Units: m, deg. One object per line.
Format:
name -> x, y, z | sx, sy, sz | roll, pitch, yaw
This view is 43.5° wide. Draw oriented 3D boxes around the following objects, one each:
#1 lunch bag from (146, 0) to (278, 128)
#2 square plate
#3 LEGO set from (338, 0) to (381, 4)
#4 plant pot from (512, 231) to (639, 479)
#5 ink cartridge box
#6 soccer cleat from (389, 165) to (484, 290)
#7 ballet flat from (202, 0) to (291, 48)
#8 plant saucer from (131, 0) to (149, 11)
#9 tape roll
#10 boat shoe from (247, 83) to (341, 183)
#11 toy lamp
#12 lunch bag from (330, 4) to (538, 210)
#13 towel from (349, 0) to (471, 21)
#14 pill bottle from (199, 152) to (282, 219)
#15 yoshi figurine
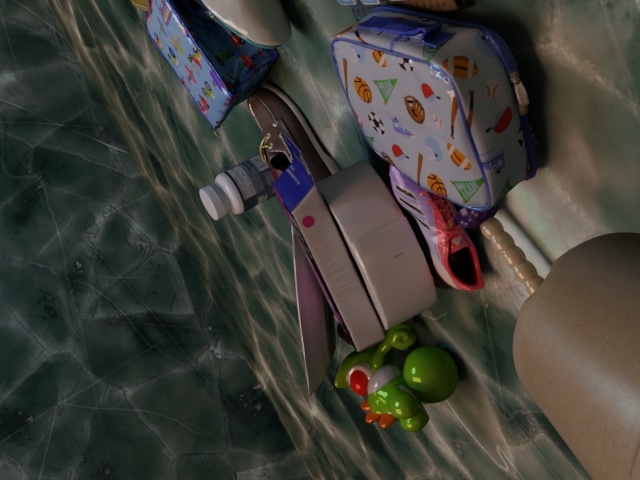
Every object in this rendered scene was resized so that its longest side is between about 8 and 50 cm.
lunch bag -> -0.253, -0.396, 1.605 | 0.293, 0.138, 0.221 | 45, 162, -5
square plate -> -0.008, 0.115, 1.662 | 0.344, 0.049, 0.347 | -27, -69, -86
LEGO set -> -0.014, -0.383, 1.025 | 0.244, 0.060, 0.182 | 43, 173, -29
plant pot -> 0.355, 0.145, 0.758 | 0.333, 0.334, 0.305 | 70, 170, -26
ink cartridge box -> 0.000, 0.000, 1.380 | 0.176, 0.069, 0.370 | -125, 12, -67
soccer cleat -> 0.183, -0.030, 1.220 | 0.248, 0.083, 0.095 | 64, 170, -23
ballet flat -> -0.178, -0.503, 1.411 | 0.400, 0.139, 0.139 | 52, 159, 24
plant saucer -> -0.370, -0.621, 1.733 | 0.333, 0.081, 0.332 | 35, 145, 52
tape roll -> 0.091, 0.008, 1.380 | 0.286, 0.100, 0.286 | 64, 176, 8
boat shoe -> -0.061, -0.176, 1.604 | 0.324, 0.097, 0.116 | 55, 160, 15
toy lamp -> 0.292, 0.057, 1.091 | 0.274, 0.080, 0.080 | 57, 161, 15
lunch bag -> 0.144, -0.181, 1.030 | 0.303, 0.115, 0.243 | 33, 153, 53
towel -> 0.051, -0.461, 1.008 | 0.271, 0.040, 0.370 | 24, 141, 61
pill bottle -> -0.183, -0.123, 1.861 | 0.108, 0.180, 0.108 | 50, 159, 28
yoshi figurine -> 0.167, 0.251, 1.621 | 0.362, 0.204, 0.202 | -130, 57, -67
